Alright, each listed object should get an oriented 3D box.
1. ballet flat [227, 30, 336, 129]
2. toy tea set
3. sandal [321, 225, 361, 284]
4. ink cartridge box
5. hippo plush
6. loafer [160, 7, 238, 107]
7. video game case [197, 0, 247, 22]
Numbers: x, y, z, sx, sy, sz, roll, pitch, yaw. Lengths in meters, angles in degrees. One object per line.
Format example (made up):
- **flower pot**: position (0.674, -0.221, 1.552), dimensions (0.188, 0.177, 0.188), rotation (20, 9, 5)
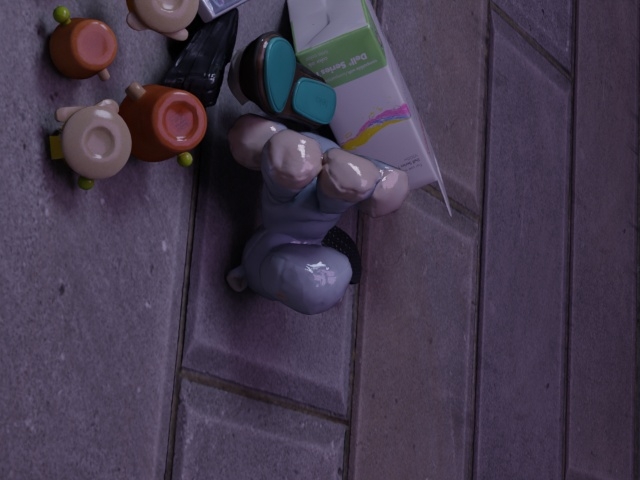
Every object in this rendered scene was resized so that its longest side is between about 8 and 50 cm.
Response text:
- **ballet flat**: position (-0.065, -0.204, 1.909), dimensions (0.280, 0.096, 0.095), rotation (36, 68, -68)
- **toy tea set**: position (-0.247, -0.231, 1.740), dimensions (0.200, 0.124, 0.336), rotation (-5, 94, -30)
- **sandal**: position (0.000, 0.000, 2.168), dimensions (0.179, 0.040, 0.067), rotation (45, 42, -28)
- **ink cartridge box**: position (0.074, -0.196, 2.166), dimensions (0.207, 0.119, 0.353), rotation (-98, 164, -57)
- **hippo plush**: position (-0.051, -0.031, 1.951), dimensions (0.234, 0.294, 0.236), rotation (16, 98, -39)
- **loafer**: position (-0.155, -0.251, 1.896), dimensions (0.223, 0.078, 0.076), rotation (-78, 180, -53)
- **video game case**: position (-0.154, -0.393, 1.911), dimensions (0.190, 0.022, 0.173), rotation (58, 36, -7)
